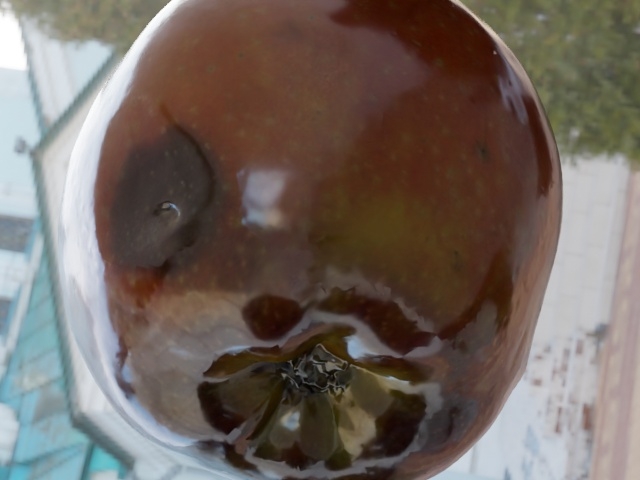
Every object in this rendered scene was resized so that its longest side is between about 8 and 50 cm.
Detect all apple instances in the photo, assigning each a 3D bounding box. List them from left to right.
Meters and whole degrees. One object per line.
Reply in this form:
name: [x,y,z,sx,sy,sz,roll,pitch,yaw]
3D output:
apple: [0.000,0.000,0.539,0.230,0.230,0.229,9,-90,-83]
